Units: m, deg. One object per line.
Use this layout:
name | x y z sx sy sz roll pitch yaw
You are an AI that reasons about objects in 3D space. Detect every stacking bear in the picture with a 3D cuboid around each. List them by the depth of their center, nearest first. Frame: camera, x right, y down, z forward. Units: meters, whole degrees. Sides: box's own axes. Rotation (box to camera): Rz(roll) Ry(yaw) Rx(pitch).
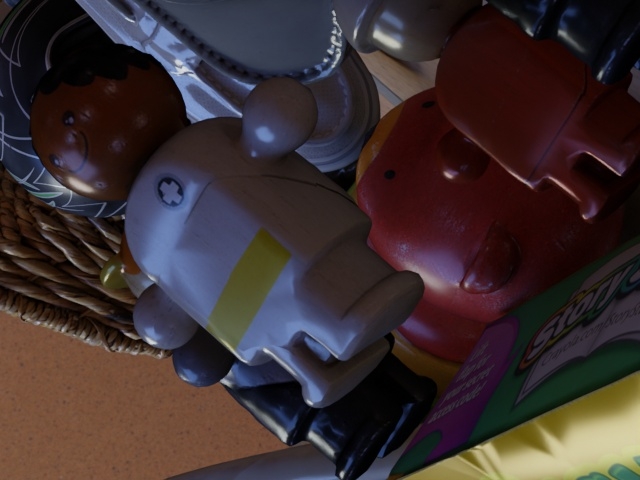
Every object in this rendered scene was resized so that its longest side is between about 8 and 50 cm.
stacking bear | 0.071 0.008 0.899 0.164 0.175 0.289 34 165 6

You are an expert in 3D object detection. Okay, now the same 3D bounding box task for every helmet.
helmet | -0.142 -0.097 1.185 0.169 0.161 0.169 36 173 5

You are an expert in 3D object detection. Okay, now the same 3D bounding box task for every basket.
basket | -0.201 0.007 1.581 0.213 0.223 0.299 57 175 -23

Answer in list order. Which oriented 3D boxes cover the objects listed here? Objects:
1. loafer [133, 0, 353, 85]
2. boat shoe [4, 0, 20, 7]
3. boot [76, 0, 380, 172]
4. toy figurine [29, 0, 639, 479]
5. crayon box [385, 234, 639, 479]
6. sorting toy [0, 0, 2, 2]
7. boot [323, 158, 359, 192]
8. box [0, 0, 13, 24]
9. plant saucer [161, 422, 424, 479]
loafer | -0.059 -0.132 0.677 0.112 0.111 0.319 -14 153 16
boat shoe | -0.182 -0.164 1.339 0.083 0.065 0.183 42 172 -26
boot | -0.077 -0.129 0.926 0.258 0.095 0.123 38 180 0
toy figurine | 0.012 -0.042 0.618 0.148 0.209 0.213 41 174 15
crayon box | 0.224 0.114 0.617 0.313 0.106 0.363 37 156 -5
sorting toy | -0.338 -0.267 1.346 0.274 0.046 0.132 51 176 -18
boot | 0.023 0.032 1.294 0.208 0.190 0.076 35 -145 -48
box | -0.346 -0.223 1.527 0.311 0.121 0.148 40 173 -25
plant saucer | 0.092 0.166 1.004 0.400 0.100 0.400 -7 167 -2
